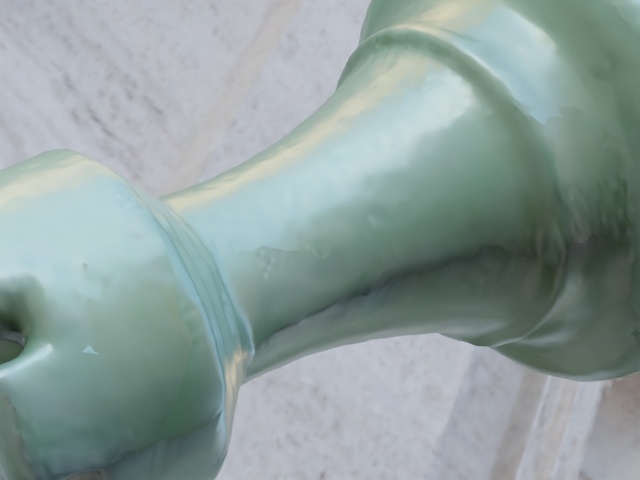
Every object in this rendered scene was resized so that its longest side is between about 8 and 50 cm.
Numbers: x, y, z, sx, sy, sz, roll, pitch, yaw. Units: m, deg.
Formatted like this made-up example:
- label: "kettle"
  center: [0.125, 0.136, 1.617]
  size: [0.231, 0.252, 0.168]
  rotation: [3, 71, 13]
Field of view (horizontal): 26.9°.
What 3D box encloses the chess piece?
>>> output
- label: "chess piece"
  center: [0.000, 0.000, 0.477]
  size: [0.194, 0.299, 0.195]
  rotation: [35, -43, 41]
